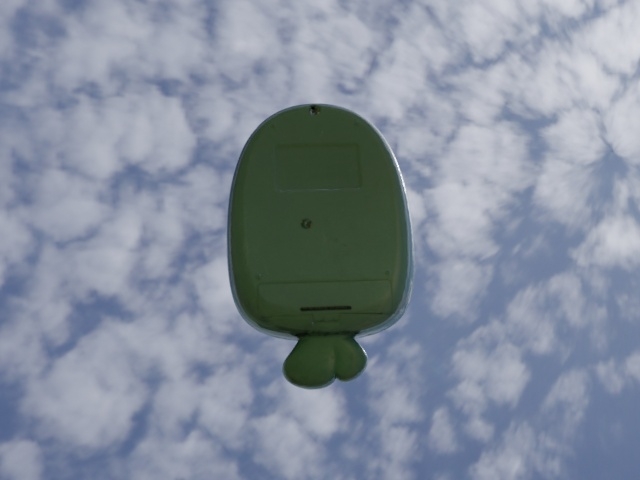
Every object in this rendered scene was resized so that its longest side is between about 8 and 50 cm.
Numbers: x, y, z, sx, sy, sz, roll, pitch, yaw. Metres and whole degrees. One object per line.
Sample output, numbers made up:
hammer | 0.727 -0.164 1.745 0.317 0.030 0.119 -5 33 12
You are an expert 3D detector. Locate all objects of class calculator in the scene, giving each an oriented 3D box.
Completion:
calculator | 0.000 0.000 1.365 0.184 0.042 0.295 -2 -111 -4
